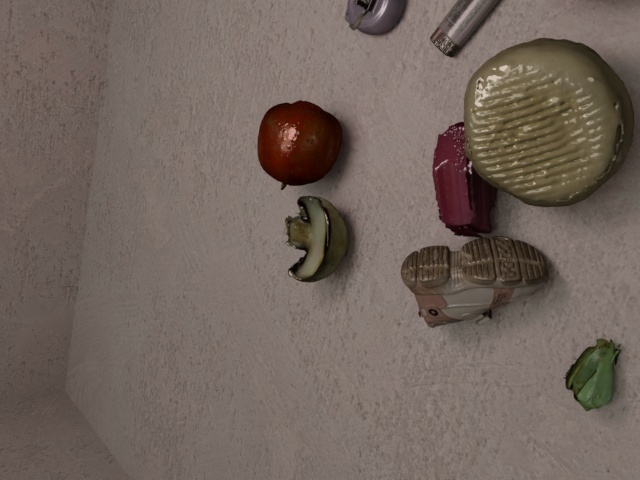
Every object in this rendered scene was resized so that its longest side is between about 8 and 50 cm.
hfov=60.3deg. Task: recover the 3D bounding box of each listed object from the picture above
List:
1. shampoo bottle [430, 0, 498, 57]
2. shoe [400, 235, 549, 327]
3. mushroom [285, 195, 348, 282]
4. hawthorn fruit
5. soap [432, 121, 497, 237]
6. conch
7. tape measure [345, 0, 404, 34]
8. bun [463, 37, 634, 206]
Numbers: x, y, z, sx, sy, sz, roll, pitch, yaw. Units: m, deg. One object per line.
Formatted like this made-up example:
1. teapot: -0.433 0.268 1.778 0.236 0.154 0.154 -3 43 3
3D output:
1. shampoo bottle: 0.384 -0.592 1.426 0.227 0.055 0.086 -51 61 32
2. shoe: 0.391 0.113 1.393 0.350 0.172 0.198 -2 127 26
3. mushroom: 0.006 -0.004 1.742 0.189 0.164 0.267 -7 84 40
4. hawthorn fruit: -0.074 -0.293 1.735 0.275 0.275 0.300 35 114 37
5. soap: 0.369 -0.145 1.374 0.112 0.182 0.290 5 111 42
6. conch: 0.611 0.298 1.244 0.105 0.079 0.171 15 87 36
7. tape measure: 0.157 -0.702 1.605 0.178 0.105 0.196 34 113 37
8. bun: 0.485 -0.253 1.198 0.359 0.211 0.360 7 112 18
